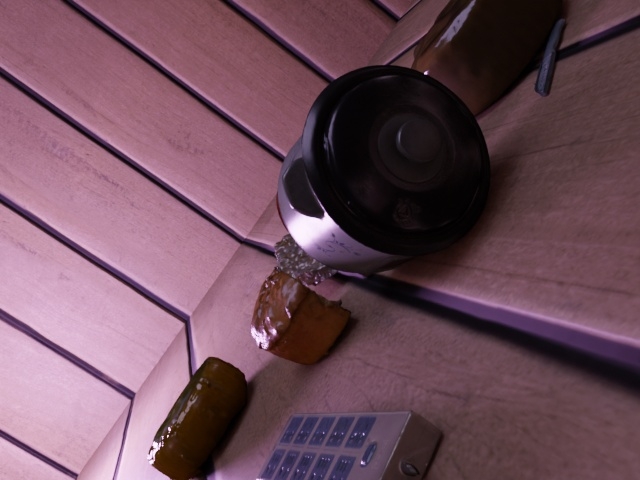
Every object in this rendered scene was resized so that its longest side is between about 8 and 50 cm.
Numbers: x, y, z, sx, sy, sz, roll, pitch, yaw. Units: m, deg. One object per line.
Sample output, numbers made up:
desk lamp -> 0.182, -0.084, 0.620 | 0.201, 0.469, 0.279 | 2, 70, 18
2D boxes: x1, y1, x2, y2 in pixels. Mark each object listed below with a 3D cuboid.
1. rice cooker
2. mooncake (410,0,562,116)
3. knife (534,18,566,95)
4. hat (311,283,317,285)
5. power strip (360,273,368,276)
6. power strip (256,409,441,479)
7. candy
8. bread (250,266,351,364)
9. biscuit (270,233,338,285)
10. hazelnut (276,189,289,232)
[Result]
rice cooker -> 0.084, -0.091, 0.958 | 0.317, 0.264, 0.316 | -16, -9, -2
mooncake -> 0.283, -0.365, 1.205 | 0.284, 0.155, 0.284 | -53, 7, 9
knife -> 0.350, -0.279, 1.033 | 0.028, 0.015, 0.210 | -33, 23, 49
hat -> 0.000, 0.000, 1.471 | 0.175, 0.085, 0.147 | -51, 10, 22
power strip -> 0.081, 0.024, 1.209 | 0.076, 0.028, 0.169 | -54, 9, -2
power strip -> 0.018, 0.247, 0.763 | 0.106, 0.043, 0.367 | -60, 12, -24
candy -> -0.248, 0.360, 1.374 | 0.260, 0.118, 0.260 | -56, 6, 9
bread -> -0.041, 0.134, 1.143 | 0.139, 0.143, 0.229 | -66, 9, -6
biscuit -> -0.031, 0.034, 1.354 | 0.188, 0.040, 0.265 | -46, 25, -12
hazelnut -> -0.017, -0.104, 1.693 | 0.181, 0.181, 0.212 | -27, -6, -36
